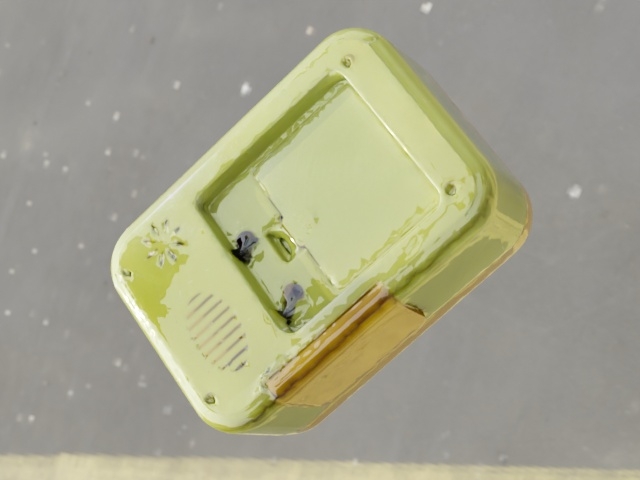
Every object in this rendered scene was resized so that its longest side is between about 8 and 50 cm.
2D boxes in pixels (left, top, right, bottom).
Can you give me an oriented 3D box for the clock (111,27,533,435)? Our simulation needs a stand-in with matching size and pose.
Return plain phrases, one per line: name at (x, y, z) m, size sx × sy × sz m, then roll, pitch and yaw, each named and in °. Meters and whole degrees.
clock at (0.000, 0.000, 0.659) m, size 0.202 × 0.096 × 0.143 m, roll -41°, pitch 70°, yaw 12°
